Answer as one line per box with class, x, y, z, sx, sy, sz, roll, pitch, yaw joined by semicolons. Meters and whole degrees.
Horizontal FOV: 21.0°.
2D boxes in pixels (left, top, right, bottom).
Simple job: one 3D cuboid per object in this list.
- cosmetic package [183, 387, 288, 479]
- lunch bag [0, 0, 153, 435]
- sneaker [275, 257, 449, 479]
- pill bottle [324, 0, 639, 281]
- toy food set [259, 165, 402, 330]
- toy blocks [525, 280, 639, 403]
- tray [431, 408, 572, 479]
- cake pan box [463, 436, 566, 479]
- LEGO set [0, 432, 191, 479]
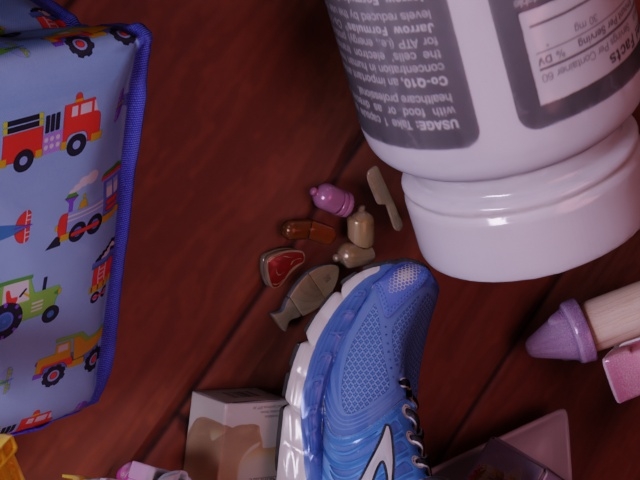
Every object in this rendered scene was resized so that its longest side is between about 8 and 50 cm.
cosmetic package;-0.062;0.163;1.197;0.060;0.041;0.115;-1;100;-41
lunch bag;-0.221;0.021;0.987;0.221;0.138;0.293;-18;121;-39
sneaker;0.047;0.173;1.184;0.130;0.147;0.330;46;53;-62
pill bottle;0.105;-0.167;1.160;0.204;0.204;0.361;-33;119;-31
toy food set;0.000;0.000;1.232;0.122;0.019;0.078;-37;121;-20
toy blocks;0.286;0.056;1.392;0.260;0.309;0.288;-22;104;0
tray;0.099;0.236;1.359;0.270;0.030;0.145;-18;112;-37
cake pan box;0.144;0.314;1.352;0.246;0.070;0.267;34;85;-45
LEGO set;-0.191;0.160;1.023;0.287;0.107;0.132;41;55;-54
